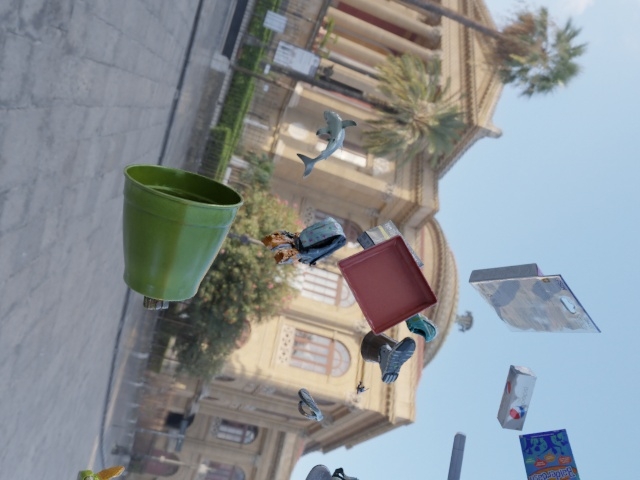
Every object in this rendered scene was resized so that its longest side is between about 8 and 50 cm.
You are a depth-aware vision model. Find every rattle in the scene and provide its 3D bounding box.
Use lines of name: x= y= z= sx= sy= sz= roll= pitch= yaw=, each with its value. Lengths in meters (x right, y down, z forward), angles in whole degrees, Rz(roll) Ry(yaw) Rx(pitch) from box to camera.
rattle: x=-0.736 y=0.852 z=1.659 sx=0.130 sy=0.142 sz=0.200 roll=-18 pitch=-113 yaw=29

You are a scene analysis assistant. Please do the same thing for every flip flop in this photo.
flip flop: x=-0.055 y=0.741 z=2.247 sx=0.112 sy=0.080 sz=0.277 roll=53 pitch=-13 yaw=32

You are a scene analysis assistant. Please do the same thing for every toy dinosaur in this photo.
toy dinosaur: x=0.146 y=0.569 z=1.947 sx=0.090 sy=0.047 sz=0.082 roll=-26 pitch=149 yaw=-39

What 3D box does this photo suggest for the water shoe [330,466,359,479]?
water shoe: x=0.129 y=0.865 z=1.765 sx=0.073 sy=0.203 sz=0.080 roll=-49 pitch=-175 yaw=37

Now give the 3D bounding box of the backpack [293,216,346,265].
backpack: x=0.000 y=0.000 z=1.868 sx=0.115 sy=0.182 sz=0.152 roll=63 pitch=0 yaw=23

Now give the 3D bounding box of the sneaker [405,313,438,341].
sneaker: x=0.501 y=0.436 z=2.729 sx=0.110 sy=0.275 sz=0.107 roll=-40 pitch=149 yaw=-28

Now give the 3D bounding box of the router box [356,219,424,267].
router box: x=0.368 y=0.061 z=2.667 sx=0.243 sy=0.309 sz=0.081 roll=-22 pitch=161 yaw=-45

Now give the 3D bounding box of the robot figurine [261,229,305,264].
robot figurine: x=-0.149 y=0.030 z=2.481 sx=0.085 sy=0.211 sz=0.291 roll=-45 pitch=163 yaw=27

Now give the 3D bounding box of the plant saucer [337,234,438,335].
plant saucer: x=0.209 y=0.141 z=1.632 sx=0.258 sy=0.259 sz=0.048 roll=62 pitch=-25 yaw=12

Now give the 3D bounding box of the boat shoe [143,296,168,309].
boat shoe: x=-0.736 y=0.151 z=2.224 sx=0.111 sy=0.104 sz=0.307 roll=-47 pitch=-129 yaw=53

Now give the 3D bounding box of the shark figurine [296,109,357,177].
shark figurine: x=0.041 y=-0.342 z=1.846 sx=0.278 sy=0.166 sz=0.116 roll=-65 pitch=153 yaw=-23

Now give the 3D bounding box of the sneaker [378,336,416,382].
sneaker: x=0.271 y=0.418 z=1.923 sx=0.132 sy=0.086 sz=0.229 roll=-111 pitch=-141 yaw=-53

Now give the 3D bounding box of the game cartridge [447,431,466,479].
game cartridge: x=0.565 y=0.958 z=2.134 sx=0.196 sy=0.060 sz=0.294 roll=57 pitch=45 yaw=-70

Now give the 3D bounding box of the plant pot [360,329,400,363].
plant pot: x=0.306 y=0.526 z=2.425 sx=0.165 sy=0.167 sz=0.167 roll=14 pitch=-94 yaw=50

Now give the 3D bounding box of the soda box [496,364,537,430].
soda box: x=0.681 y=0.548 z=1.769 sx=0.069 sy=0.073 sz=0.216 roll=-86 pitch=-176 yaw=-75

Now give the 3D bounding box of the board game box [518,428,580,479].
board game box: x=0.760 y=0.737 z=1.686 sx=0.160 sy=0.047 sz=0.210 roll=-18 pitch=-149 yaw=20

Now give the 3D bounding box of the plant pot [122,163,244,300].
plant pot: x=-0.465 y=-0.014 z=1.609 sx=0.366 sy=0.366 sz=0.353 roll=-111 pitch=-143 yaw=-70

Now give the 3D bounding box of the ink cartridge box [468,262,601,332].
ink cartridge box: x=0.734 y=0.204 z=1.745 sx=0.330 sy=0.324 sz=0.071 roll=-12 pitch=-139 yaw=47

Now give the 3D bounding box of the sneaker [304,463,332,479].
sneaker: x=-0.044 y=0.953 z=1.868 sx=0.180 sy=0.124 sz=0.321 roll=-161 pitch=-97 yaw=-76
